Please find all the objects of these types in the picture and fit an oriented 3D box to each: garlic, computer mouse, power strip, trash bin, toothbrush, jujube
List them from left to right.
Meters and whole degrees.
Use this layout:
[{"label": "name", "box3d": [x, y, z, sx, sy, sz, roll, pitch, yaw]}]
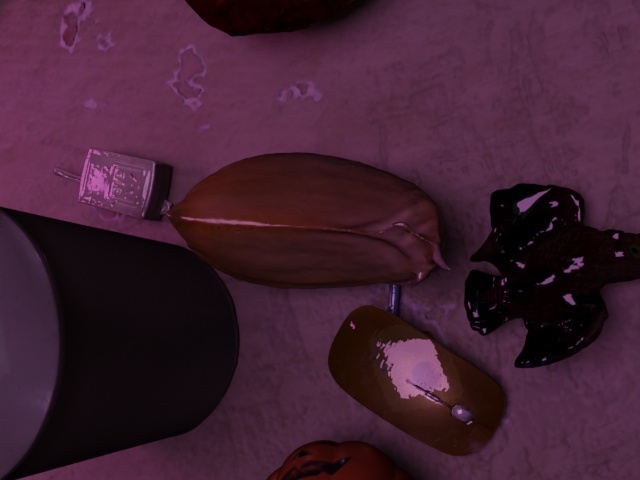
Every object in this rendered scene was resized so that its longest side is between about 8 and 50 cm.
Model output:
[{"label": "trash bin", "box3d": [-0.291, 0.107, 1.061, 0.280, 0.432, 0.281, -2, 85, 24]}, {"label": "power strip", "box3d": [-0.266, -0.075, 1.280, 0.175, 0.042, 0.075, 13, 92, 25]}, {"label": "jujube", "box3d": [-0.051, -0.340, 1.127, 0.232, 0.213, 0.213, -13, 80, 18]}, {"label": "garlic", "box3d": [0.017, -0.001, 1.062, 0.338, 0.196, 0.151, 11, 107, 29]}, {"label": "toothbrush", "box3d": [0.083, 0.081, 1.120, 0.019, 0.016, 0.220, 2, 86, 24]}, {"label": "computer mouse", "box3d": [0.099, 0.149, 1.080, 0.199, 0.045, 0.102, 33, 98, 16]}]

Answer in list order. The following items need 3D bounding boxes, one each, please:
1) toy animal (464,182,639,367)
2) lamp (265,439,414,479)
[{"label": "toy animal", "box3d": [0.241, 0.034, 1.027, 0.179, 0.116, 0.219, -3, 53, -2]}, {"label": "lamp", "box3d": [0.020, 0.299, 1.054, 0.187, 0.164, 0.188, 1, 101, 6]}]
